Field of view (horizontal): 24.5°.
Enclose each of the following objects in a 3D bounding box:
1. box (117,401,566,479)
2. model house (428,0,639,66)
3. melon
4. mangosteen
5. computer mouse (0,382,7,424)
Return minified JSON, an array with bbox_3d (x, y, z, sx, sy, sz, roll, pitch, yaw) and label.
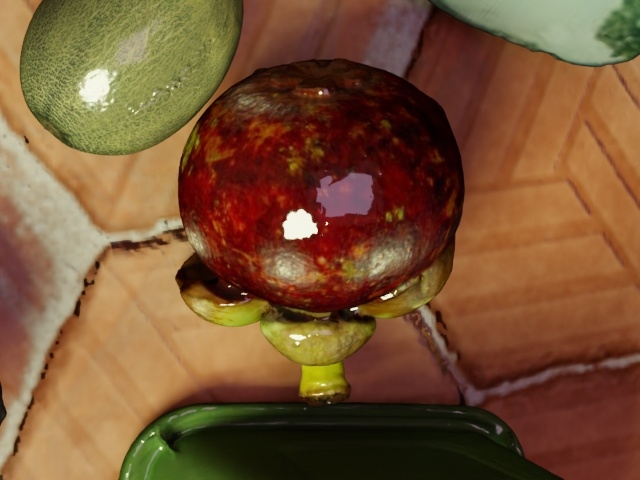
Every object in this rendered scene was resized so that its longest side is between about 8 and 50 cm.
[{"bbox_3d":[0.026,0.260,0.782,0.252,0.178,0.329,2,93,-24],"label":"box"},{"bbox_3d":[0.127,-0.280,0.811,0.253,0.184,0.291,17,73,-16],"label":"model house"},{"bbox_3d":[-0.094,-0.102,0.752,0.131,0.098,0.098,-46,108,-10],"label":"melon"},{"bbox_3d":[0.004,-0.011,0.787,0.146,0.155,0.181,-57,144,-36],"label":"mangosteen"},{"bbox_3d":[-0.260,0.024,0.695,0.147,0.088,0.264,-28,93,-21],"label":"computer mouse"}]
